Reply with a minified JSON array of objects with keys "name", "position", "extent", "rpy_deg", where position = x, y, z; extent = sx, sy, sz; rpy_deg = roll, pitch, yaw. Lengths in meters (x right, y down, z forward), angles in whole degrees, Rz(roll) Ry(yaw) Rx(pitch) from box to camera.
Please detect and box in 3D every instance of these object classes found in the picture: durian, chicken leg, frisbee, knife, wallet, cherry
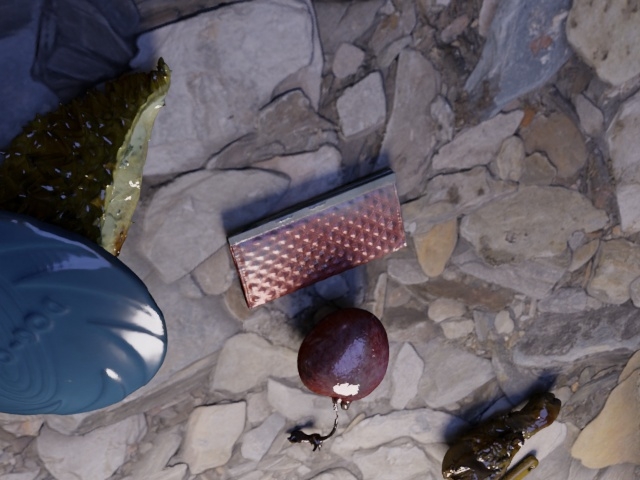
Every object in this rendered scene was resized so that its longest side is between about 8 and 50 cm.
[{"name":"durian","position":[-0.204,-0.044,0.820],"extent":[0.139,0.144,0.252],"rpy_deg":[-9,118,-46]},{"name":"chicken leg","position":[0.250,0.273,1.241],"extent":[0.198,0.069,0.085],"rpy_deg":[-35,103,-12]},{"name":"frisbee","position":[-0.282,0.086,0.804],"extent":[0.290,0.049,0.289],"rpy_deg":[1,137,0]},{"name":"knife","position":[0.223,0.406,1.322],"extent":[0.256,0.022,0.046],"rpy_deg":[-40,130,0]},{"name":"wallet","position":[0.000,0.000,0.988],"extent":[0.197,0.020,0.103],"rpy_deg":[-23,124,-13]},{"name":"cherry","position":[0.008,0.167,1.049],"extent":[0.107,0.090,0.225],"rpy_deg":[3,125,-40]}]
